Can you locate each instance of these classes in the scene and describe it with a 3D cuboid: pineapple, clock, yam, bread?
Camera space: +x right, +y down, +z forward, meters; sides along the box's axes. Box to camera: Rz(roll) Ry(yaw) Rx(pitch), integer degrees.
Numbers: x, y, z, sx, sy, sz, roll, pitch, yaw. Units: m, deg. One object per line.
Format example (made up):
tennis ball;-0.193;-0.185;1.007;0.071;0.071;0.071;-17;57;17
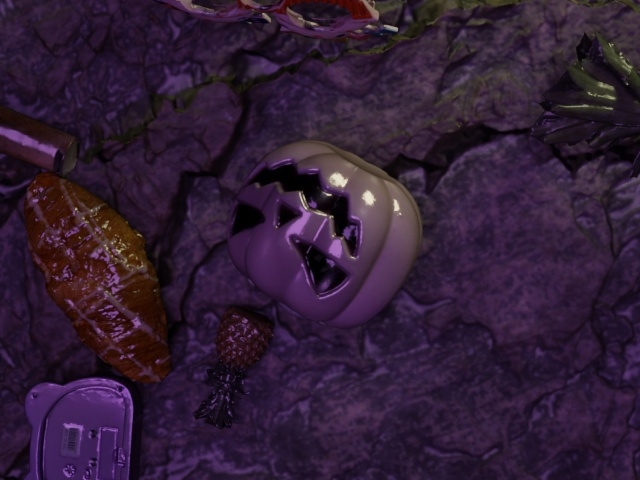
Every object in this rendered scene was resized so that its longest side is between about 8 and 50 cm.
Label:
pineapple;-0.089;0.125;1.551;0.058;0.058;0.124;24;98;4
clock;-0.230;0.202;1.577;0.110;0.050;0.152;5;96;6
yam;-0.358;-0.126;1.562;0.264;0.046;0.046;22;97;3
bread;-0.210;0.036;1.548;0.105;0.076;0.233;-30;93;10
pineapple;0.333;-0.094;1.458;0.277;0.119;0.130;23;142;5

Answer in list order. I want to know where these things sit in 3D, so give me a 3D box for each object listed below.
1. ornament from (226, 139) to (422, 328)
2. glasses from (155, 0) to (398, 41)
ornament;0.000;0.000;1.471;0.178;0.177;0.177;1;96;7
glasses;-0.052;-0.234;1.469;0.255;0.162;0.095;11;76;2
